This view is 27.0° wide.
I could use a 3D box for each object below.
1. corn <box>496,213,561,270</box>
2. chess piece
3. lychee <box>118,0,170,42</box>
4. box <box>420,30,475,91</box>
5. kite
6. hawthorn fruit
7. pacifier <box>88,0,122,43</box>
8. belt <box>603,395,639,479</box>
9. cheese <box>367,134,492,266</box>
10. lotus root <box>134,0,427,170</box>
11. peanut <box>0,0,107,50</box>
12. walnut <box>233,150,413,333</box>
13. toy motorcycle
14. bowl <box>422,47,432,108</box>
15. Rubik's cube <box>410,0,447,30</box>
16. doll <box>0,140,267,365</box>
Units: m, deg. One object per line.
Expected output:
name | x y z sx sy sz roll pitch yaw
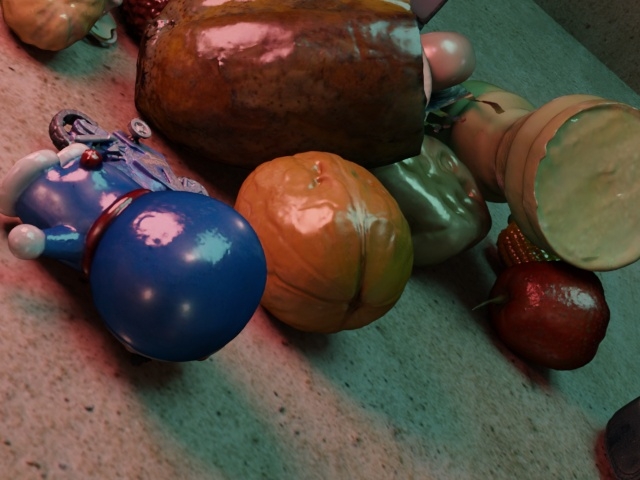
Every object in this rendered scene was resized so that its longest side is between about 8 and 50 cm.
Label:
corn | 0.341 0.060 2.006 0.097 0.097 0.262 20 37 -43
chess piece | 0.310 -0.122 1.950 0.234 0.234 0.442 32 2 -24
lychee | -0.177 -0.322 1.737 0.188 0.188 0.188 35 25 -19
box | 0.136 -0.262 2.022 0.146 0.200 0.088 -15 92 -61
kite | 0.179 -0.203 1.977 0.310 0.169 0.015 27 -43 67
hawthorn fruit | 0.293 0.092 1.839 0.203 0.163 0.163 20 30 -13
pacifier | -0.267 -0.283 1.650 0.068 0.064 0.083 43 24 -17
belt | 0.482 0.301 1.798 0.206 0.116 0.267 58 24 19
cheese | 0.135 -0.053 1.839 0.235 0.117 0.218 30 29 -23
lotus root | -0.048 -0.196 1.579 0.345 0.251 0.250 2 33 -5
peanut | -0.306 -0.331 1.575 0.130 0.130 0.290 32 29 -25
walnut | 0.000 0.000 1.469 0.193 0.193 0.226 19 24 -43
toy motorcycle | -0.198 -0.061 1.391 0.205 0.076 0.114 30 34 -26
bowl | -0.006 -0.255 1.871 0.313 0.146 0.313 26 43 -28
Rubik's cube | 0.113 -0.608 2.453 0.343 0.337 0.344 34 27 -21
doll | -0.176 0.012 1.230 0.256 0.161 0.215 34 33 20
